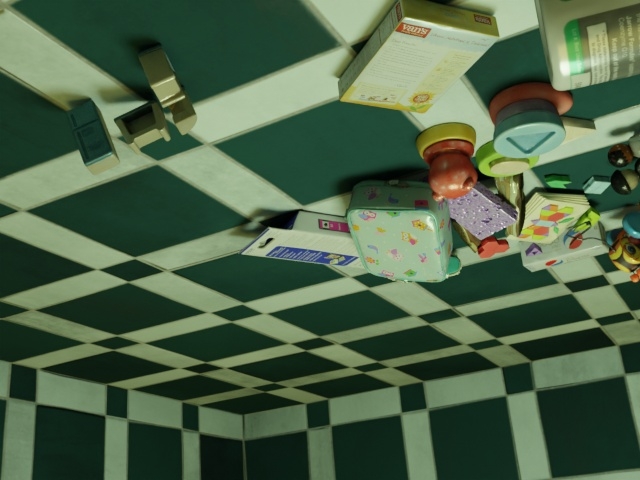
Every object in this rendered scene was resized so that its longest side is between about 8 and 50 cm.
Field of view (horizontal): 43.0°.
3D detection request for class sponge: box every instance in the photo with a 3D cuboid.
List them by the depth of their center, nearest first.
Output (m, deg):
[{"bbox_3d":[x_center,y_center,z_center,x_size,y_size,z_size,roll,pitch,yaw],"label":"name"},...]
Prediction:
[{"bbox_3d":[0.322,-0.086,1.792,0.210,0.031,0.117,34,144,-21],"label":"sponge"}]

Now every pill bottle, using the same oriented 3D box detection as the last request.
[{"bbox_3d":[0.478,-0.338,1.093,0.361,0.204,0.204,-10,157,16],"label":"pill bottle"}]

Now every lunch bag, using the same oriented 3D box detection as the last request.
[{"bbox_3d":[0.176,-0.024,1.828,0.224,0.108,0.279,6,144,20],"label":"lunch bag"}]

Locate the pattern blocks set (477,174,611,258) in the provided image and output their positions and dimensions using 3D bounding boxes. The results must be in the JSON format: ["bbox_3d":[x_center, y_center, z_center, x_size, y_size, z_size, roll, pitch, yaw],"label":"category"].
[{"bbox_3d":[0.540,-0.050,1.957,0.285,0.026,0.325,-3,147,-10],"label":"pattern blocks set"}]

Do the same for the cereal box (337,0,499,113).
[{"bbox_3d":[0.154,-0.296,1.334,0.173,0.047,0.240,5,155,-24],"label":"cereal box"}]

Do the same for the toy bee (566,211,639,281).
[{"bbox_3d":[0.769,0.025,2.007,0.298,0.162,0.195,-20,153,-4],"label":"toy bee"}]

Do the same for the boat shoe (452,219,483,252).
[{"bbox_3d":[0.376,-0.025,2.031,0.060,0.064,0.178,-41,151,6],"label":"boat shoe"}]

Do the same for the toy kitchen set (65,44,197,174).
[{"bbox_3d":[-0.332,-0.234,1.350,0.207,0.122,0.166,-26,157,-2],"label":"toy kitchen set"}]

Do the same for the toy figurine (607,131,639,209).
[{"bbox_3d":[0.685,-0.115,1.660,0.148,0.213,0.209,-28,152,17],"label":"toy figurine"}]

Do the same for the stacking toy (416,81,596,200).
[{"bbox_3d":[0.377,-0.163,1.593,0.279,0.130,0.309,15,151,-38],"label":"stacking toy"}]

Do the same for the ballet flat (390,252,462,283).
[{"bbox_3d":[0.263,0.072,2.209,0.241,0.091,0.077,2,179,-7],"label":"ballet flat"}]

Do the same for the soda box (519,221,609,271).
[{"bbox_3d":[0.643,0.017,2.153,0.216,0.074,0.069,-17,154,29],"label":"soda box"}]

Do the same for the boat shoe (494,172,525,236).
[{"bbox_3d":[0.421,-0.089,1.832,0.072,0.068,0.190,7,133,23],"label":"boat shoe"}]

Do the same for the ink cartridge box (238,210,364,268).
[{"bbox_3d":[0.000,0.000,1.999,0.371,0.069,0.176,5,156,-29],"label":"ink cartridge box"}]
